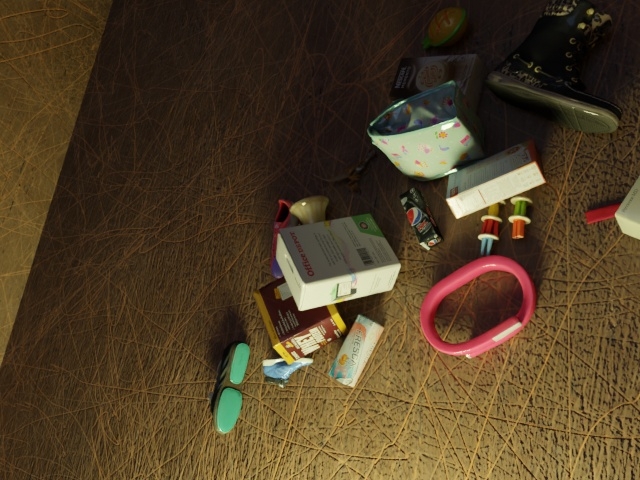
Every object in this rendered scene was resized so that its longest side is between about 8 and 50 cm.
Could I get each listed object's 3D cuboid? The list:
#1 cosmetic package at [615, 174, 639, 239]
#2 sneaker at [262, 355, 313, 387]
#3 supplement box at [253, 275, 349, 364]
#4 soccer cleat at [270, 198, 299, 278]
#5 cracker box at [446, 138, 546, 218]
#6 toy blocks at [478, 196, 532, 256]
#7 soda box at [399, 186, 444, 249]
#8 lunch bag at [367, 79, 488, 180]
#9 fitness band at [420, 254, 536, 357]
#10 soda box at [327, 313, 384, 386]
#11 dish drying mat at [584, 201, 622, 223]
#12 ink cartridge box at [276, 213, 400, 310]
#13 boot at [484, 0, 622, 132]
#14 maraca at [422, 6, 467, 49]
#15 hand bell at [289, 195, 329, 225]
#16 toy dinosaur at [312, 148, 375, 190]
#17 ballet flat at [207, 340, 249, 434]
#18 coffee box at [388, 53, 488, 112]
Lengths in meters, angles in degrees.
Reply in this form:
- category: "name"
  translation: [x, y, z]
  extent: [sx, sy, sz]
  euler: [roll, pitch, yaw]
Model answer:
- category: "cosmetic package"
  translation: [0.791, -0.038, 1.233]
  extent: [0.309, 0.113, 0.160]
  euler: [31, 90, 40]
- category: "sneaker"
  translation: [-0.090, 0.373, 1.728]
  extent: [0.152, 0.058, 0.085]
  euler: [-8, 84, 14]
- category: "supplement box"
  translation: [-0.055, 0.202, 1.695]
  extent: [0.194, 0.129, 0.191]
  euler: [-27, 53, 1]
- category: "soccer cleat"
  translation: [-0.122, -0.007, 1.898]
  extent: [0.083, 0.095, 0.248]
  euler: [0, 69, 37]
- category: "cracker box"
  translation: [0.437, -0.155, 1.529]
  extent: [0.232, 0.067, 0.156]
  euler: [-23, 21, 26]
- category: "toy blocks"
  translation: [0.457, -0.032, 1.512]
  extent: [0.123, 0.054, 0.148]
  euler: [2, 71, 37]
- category: "soda box"
  translation: [0.274, -0.061, 1.656]
  extent: [0.053, 0.060, 0.169]
  euler: [-33, 54, 21]
- category: "lunch bag"
  translation: [0.287, -0.280, 1.641]
  extent: [0.262, 0.223, 0.160]
  euler: [-16, 55, 32]
- category: "fitness band"
  translation: [0.381, 0.161, 1.485]
  extent: [0.291, 0.054, 0.209]
  euler: [-34, 51, 18]
- category: "soda box"
  translation: [0.096, 0.293, 1.622]
  extent: [0.058, 0.063, 0.183]
  euler: [24, 84, 40]
- category: "dish drying mat"
  translation: [0.659, -0.064, 1.410]
  extent: [0.083, 0.008, 0.032]
  euler: [-19, 59, 30]
- category: "ink cartridge box"
  translation: [0.041, 0.053, 1.633]
  extent: [0.117, 0.278, 0.201]
  euler: [103, 149, -46]
- category: "boot"
  translation: [0.633, -0.444, 1.527]
  extent: [0.284, 0.138, 0.377]
  euler: [-55, 44, 2]
- category: "maraca"
  translation: [0.370, -0.636, 1.831]
  extent: [0.127, 0.099, 0.185]
  euler: [-62, 23, -11]
- category: "hand bell"
  translation: [0.000, 0.000, 1.822]
  extent: [0.126, 0.126, 0.242]
  euler: [-27, 69, 24]
- category: "toy dinosaur"
  translation: [0.087, -0.202, 1.870]
  extent: [0.211, 0.064, 0.112]
  euler: [-27, 39, 13]
- category: "ballet flat"
  translation: [-0.278, 0.439, 1.819]
  extent: [0.096, 0.095, 0.280]
  euler: [-16, 50, 41]
- category: "coffee box"
  translation: [0.338, -0.448, 1.761]
  extent: [0.246, 0.098, 0.141]
  euler: [9, 75, 39]
